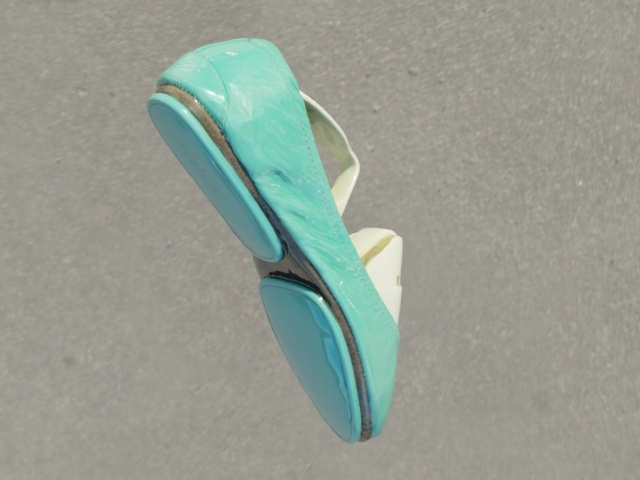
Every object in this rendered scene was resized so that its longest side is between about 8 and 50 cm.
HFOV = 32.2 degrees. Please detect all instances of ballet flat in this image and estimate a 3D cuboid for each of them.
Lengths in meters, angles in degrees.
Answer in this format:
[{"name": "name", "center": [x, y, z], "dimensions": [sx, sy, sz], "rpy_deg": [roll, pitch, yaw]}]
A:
[{"name": "ballet flat", "center": [0.000, 0.000, 0.596], "dimensions": [0.083, 0.087, 0.247], "rpy_deg": [18, 140, 55]}]
